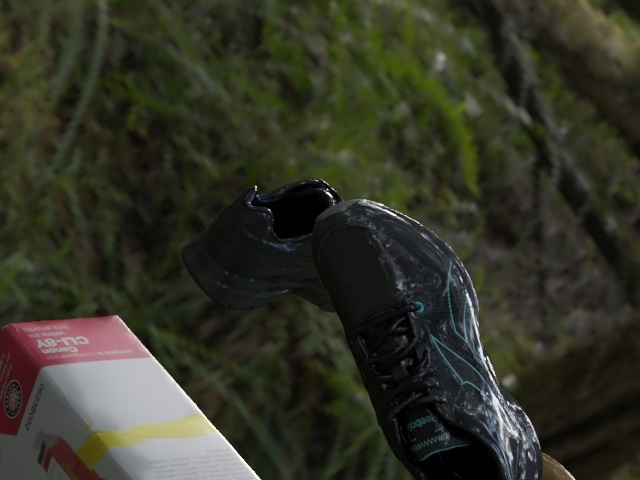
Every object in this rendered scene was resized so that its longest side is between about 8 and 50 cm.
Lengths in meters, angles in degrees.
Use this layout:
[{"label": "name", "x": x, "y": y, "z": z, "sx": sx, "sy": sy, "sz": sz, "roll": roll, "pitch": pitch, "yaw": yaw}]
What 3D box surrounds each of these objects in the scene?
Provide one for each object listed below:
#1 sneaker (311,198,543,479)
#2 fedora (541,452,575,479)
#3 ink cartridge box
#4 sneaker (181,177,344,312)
[{"label": "sneaker", "x": 0.078, "y": 0.091, "z": 1.358, "sx": 0.267, "sy": 0.101, "sz": 0.106, "roll": 57, "pitch": 22, "yaw": -8}, {"label": "fedora", "x": 0.146, "y": 0.261, "z": 1.688, "sx": 0.194, "sy": 0.194, "sz": 0.079, "roll": 53, "pitch": -9, "yaw": -22}, {"label": "ink cartridge box", "x": -0.228, "y": 0.301, "z": 2.065, "sx": 0.160, "sy": 0.279, "sz": 0.384, "roll": -1, "pitch": 31, "yaw": -40}, {"label": "sneaker", "x": 0.000, "y": 0.000, "z": 1.916, "sx": 0.286, "sy": 0.130, "sz": 0.109, "roll": -4, "pitch": 50, "yaw": -47}]
